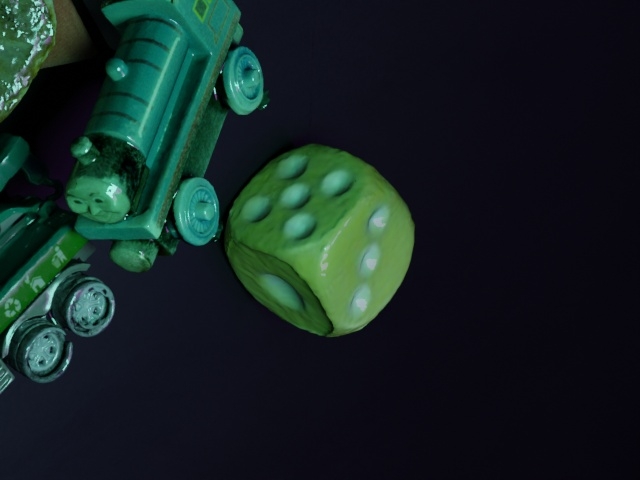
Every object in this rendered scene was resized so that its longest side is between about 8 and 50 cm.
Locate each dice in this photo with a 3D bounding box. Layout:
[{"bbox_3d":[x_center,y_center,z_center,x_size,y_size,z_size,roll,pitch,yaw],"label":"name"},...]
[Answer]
[{"bbox_3d":[0.000,0.000,1.857,0.169,0.169,0.166,-50,140,-22],"label":"dice"}]

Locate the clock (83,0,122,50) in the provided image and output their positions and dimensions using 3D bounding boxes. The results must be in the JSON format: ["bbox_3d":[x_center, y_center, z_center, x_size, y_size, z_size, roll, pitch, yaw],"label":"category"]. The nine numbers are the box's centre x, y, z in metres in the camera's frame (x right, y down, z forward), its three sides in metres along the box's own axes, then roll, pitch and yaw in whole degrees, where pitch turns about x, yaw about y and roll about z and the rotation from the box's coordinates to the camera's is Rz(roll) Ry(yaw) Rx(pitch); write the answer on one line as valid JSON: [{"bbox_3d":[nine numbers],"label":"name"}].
[{"bbox_3d":[-0.163,-0.301,1.601,0.197,0.063,0.150,-50,139,-22],"label":"clock"}]

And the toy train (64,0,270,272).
[{"bbox_3d":[-0.160,-0.125,1.498,0.194,0.120,0.298,52,46,-48],"label":"toy train"}]

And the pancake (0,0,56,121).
[{"bbox_3d":[-0.356,-0.203,1.372,0.253,0.037,0.254,-9,110,-24],"label":"pancake"}]

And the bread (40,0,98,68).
[{"bbox_3d":[-0.294,-0.224,1.477,0.119,0.067,0.192,-49,139,-25],"label":"bread"}]

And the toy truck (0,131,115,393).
[{"bbox_3d":[-0.360,0.080,1.476,0.363,0.176,0.178,-52,131,-22],"label":"toy truck"}]
